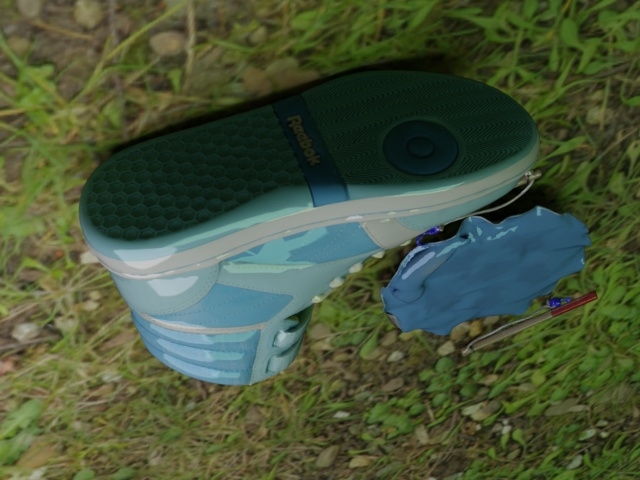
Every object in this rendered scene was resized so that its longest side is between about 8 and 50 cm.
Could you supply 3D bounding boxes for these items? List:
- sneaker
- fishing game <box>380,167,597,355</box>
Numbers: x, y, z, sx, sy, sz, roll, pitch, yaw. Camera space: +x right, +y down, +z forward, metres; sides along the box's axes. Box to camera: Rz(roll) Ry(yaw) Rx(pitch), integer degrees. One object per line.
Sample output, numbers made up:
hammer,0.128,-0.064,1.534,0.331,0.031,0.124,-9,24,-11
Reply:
sneaker,0.000,0.000,1.045,0.319,0.127,0.208,-12,140,-3
fishing game,0.136,0.022,1.219,0.189,0.041,0.264,-26,149,13
